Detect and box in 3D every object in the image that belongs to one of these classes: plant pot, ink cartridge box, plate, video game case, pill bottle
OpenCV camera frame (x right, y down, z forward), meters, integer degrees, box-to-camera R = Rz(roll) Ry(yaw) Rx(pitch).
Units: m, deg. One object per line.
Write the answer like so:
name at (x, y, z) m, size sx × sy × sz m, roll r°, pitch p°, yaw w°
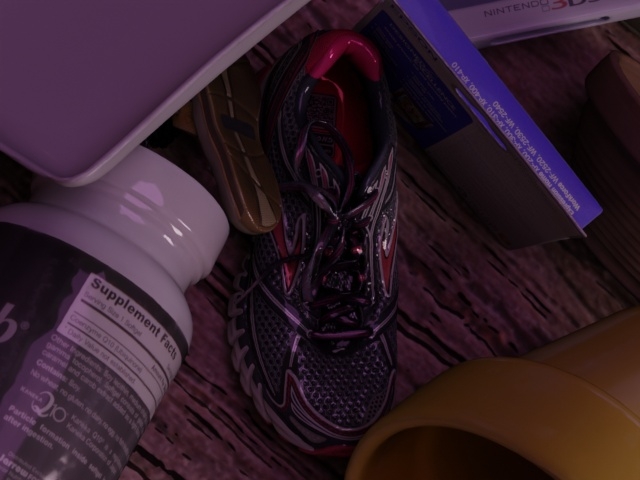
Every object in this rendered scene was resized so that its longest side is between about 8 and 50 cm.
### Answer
plant pot at (0.184, 0.168, 1.235) m, size 0.239 × 0.254 × 0.254 m, roll -34°, pitch 90°, yaw -40°
ink cartridge box at (0.107, -0.085, 1.272) m, size 0.045 × 0.208 × 0.206 m, roll -40°, pitch 93°, yaw -8°
plate at (-0.145, -0.153, 1.206) m, size 0.278 × 0.277 × 0.045 m, roll -42°, pitch 139°, yaw -24°
plant pot at (0.258, -0.020, 1.340) m, size 0.237 × 0.237 × 0.110 m, roll 44°, pitch 107°, yaw -6°
video game case at (0.150, -0.245, 1.375) m, size 0.184 × 0.023 × 0.201 m, roll -11°, pitch 69°, yaw 0°
pill bottle at (-0.177, 0.077, 1.149) m, size 0.162 × 0.162 × 0.278 m, roll 32°, pitch 67°, yaw -11°

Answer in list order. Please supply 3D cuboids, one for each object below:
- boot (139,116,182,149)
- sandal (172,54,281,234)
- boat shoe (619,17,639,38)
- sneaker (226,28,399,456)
boot at (-0.116, -0.132, 1.289) m, size 0.099 × 0.045 × 0.121 m, roll 38°, pitch 70°, yaw -9°
sandal at (-0.072, -0.077, 1.239) m, size 0.072 × 0.049 × 0.180 m, roll 25°, pitch 43°, yaw -49°
boat shoe at (0.355, -0.156, 1.430) m, size 0.340 × 0.127 × 0.113 m, roll 38°, pitch 79°, yaw 2°
sneaker at (0.000, 0.000, 1.264) m, size 0.121 × 0.112 × 0.299 m, roll -2°, pitch 78°, yaw -21°
